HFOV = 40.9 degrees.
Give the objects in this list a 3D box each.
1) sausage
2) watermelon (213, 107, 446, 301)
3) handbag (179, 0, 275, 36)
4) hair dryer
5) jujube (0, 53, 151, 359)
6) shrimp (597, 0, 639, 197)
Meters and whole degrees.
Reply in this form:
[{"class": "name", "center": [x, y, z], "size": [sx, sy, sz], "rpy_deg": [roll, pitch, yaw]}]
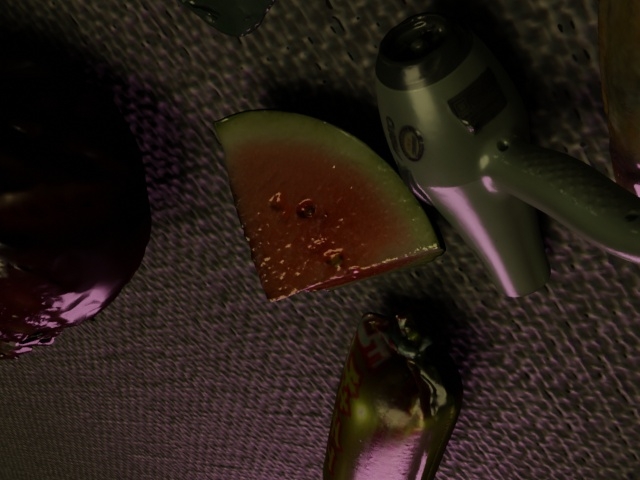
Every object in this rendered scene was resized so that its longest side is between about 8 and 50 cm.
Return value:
[{"class": "sausage", "center": [0.068, 0.168, 0.804], "size": [0.117, 0.125, 0.317], "rpy_deg": [-9, 144, -11]}, {"class": "watermelon", "center": [0.012, -0.016, 0.663], "size": [0.193, 0.137, 0.145], "rpy_deg": [32, -169, 19]}, {"class": "handbag", "center": [-0.077, -0.264, 0.443], "size": [0.247, 0.079, 0.260], "rpy_deg": [38, 145, -7]}, {"class": "hair dryer", "center": [0.146, 0.000, 0.525], "size": [0.267, 0.092, 0.229], "rpy_deg": [45, 172, 30]}, {"class": "jujube", "center": [-0.303, -0.020, 0.792], "size": [0.258, 0.258, 0.377], "rpy_deg": [46, 137, -17]}, {"class": "shrimp", "center": [0.225, -0.089, 0.423], "size": [0.168, 0.077, 0.317], "rpy_deg": [0, 138, 25]}]
